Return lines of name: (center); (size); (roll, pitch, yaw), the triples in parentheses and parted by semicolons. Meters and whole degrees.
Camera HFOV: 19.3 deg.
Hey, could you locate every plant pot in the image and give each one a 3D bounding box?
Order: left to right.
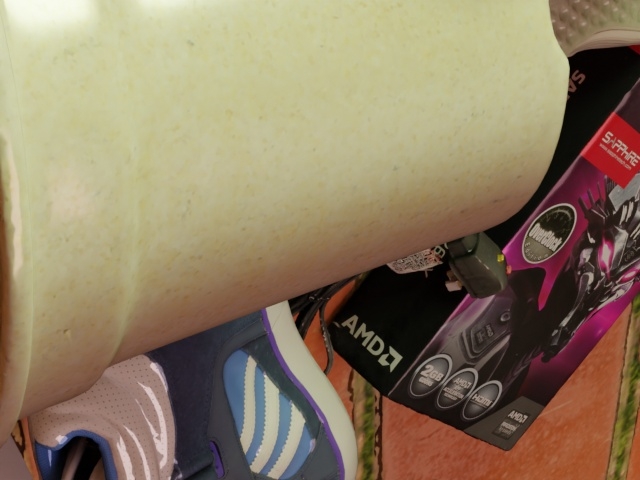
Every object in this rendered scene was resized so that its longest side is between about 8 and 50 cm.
plant pot: (-0.063, -0.089, 0.920); (0.306, 0.334, 0.333); (-12, 133, -25)

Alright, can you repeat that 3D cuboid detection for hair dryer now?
hair dryer: (0.000, 0.000, 1.318); (0.224, 0.080, 0.293); (-27, 133, 6)

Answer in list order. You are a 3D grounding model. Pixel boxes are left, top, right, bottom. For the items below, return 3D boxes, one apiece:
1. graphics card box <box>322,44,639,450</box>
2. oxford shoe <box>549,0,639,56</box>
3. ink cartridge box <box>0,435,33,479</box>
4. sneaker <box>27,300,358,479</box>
graphics card box: (0.191, -0.012, 1.532); (0.371, 0.094, 0.233); (-51, 146, 6)
oxford shoe: (0.143, -0.190, 1.287); (0.449, 0.130, 0.169); (-35, 116, -40)
ink cartridge box: (-0.300, 0.181, 1.176); (0.203, 0.086, 0.148); (-1, 137, -46)
sneaker: (-0.102, 0.154, 1.297); (0.236, 0.130, 0.322); (-52, 142, -30)
